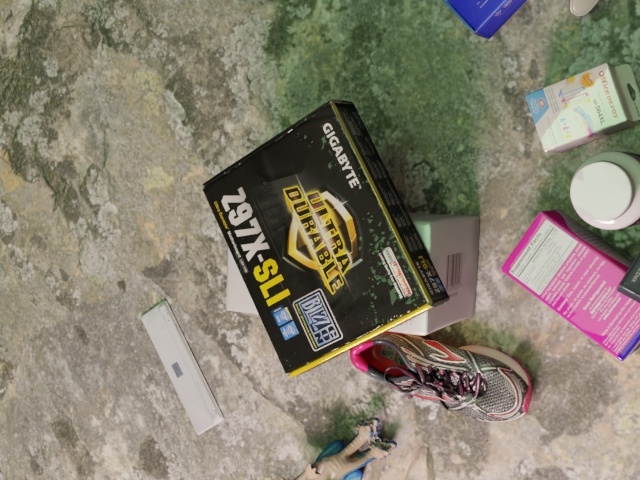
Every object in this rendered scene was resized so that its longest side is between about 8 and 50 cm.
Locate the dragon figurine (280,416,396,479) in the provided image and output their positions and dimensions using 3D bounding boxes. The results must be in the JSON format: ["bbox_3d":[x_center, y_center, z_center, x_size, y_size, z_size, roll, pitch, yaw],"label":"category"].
[{"bbox_3d":[0.015,0.401,1.623,0.085,0.144,0.289,54,134,13],"label":"dragon figurine"}]

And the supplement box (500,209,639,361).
[{"bbox_3d":[0.392,0.060,1.382,0.220,0.111,0.114,40,110,21],"label":"supplement box"}]

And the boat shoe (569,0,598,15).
[{"bbox_3d":[0.394,-0.393,1.393,0.046,0.038,0.125,9,108,-14],"label":"boat shoe"}]

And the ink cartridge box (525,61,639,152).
[{"bbox_3d":[0.389,-0.195,1.379,0.143,0.090,0.092,-21,83,29],"label":"ink cartridge box"}]

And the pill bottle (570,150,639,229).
[{"bbox_3d":[0.410,-0.070,1.317,0.108,0.193,0.108,2,94,29],"label":"pill bottle"}]

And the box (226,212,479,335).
[{"bbox_3d":[0.051,0.037,1.506,0.345,0.215,0.168,5,96,29],"label":"box"}]

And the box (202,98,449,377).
[{"bbox_3d":[0.000,0.000,1.367,0.257,0.079,0.322,-30,80,29],"label":"box"}]

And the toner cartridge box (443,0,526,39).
[{"bbox_3d":[0.311,-0.486,1.411,0.348,0.075,0.165,-45,72,23],"label":"toner cartridge box"}]

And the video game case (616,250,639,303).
[{"bbox_3d":[0.568,0.057,1.267,0.274,0.026,0.196,31,73,20],"label":"video game case"}]

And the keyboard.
[{"bbox_3d":[-0.265,0.242,1.809,0.072,0.014,0.256,-35,77,31],"label":"keyboard"}]

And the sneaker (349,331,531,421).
[{"bbox_3d":[0.186,0.219,1.505,0.299,0.112,0.120,13,100,26],"label":"sneaker"}]
